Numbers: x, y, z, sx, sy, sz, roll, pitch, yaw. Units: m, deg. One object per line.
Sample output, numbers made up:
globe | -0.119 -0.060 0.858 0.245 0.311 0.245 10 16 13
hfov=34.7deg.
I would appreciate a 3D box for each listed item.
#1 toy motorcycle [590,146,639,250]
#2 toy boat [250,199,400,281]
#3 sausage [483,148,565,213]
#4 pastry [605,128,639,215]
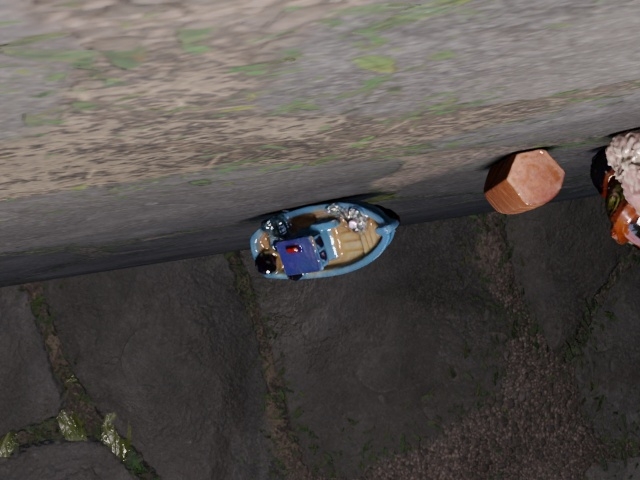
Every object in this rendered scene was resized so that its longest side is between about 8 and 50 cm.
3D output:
toy motorcycle | 0.447 -0.050 1.194 0.401 0.134 0.207 -17 -133 -42
toy boat | 0.000 0.000 1.310 0.223 0.100 0.097 -12 -169 36
sausage | 0.216 -0.062 1.122 0.065 0.065 0.169 -9 178 -2
pastry | 0.408 -0.072 0.970 0.265 0.112 0.103 -14 158 35
